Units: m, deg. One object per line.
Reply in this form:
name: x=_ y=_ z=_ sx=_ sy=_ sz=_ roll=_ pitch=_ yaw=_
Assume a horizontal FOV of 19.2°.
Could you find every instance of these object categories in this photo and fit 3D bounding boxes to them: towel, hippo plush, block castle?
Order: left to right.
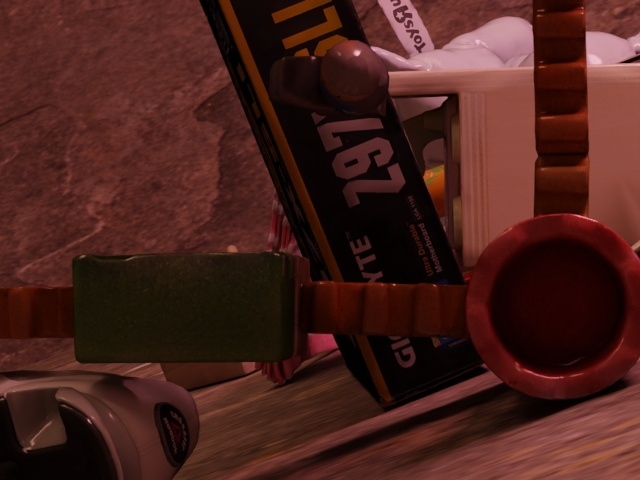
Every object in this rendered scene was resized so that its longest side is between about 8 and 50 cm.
block castle: x=-0.069 y=-0.077 z=0.927 sx=0.453 sy=0.303 sz=0.213 roll=0 pitch=-2 yaw=7
towel: x=0.000 y=0.000 z=1.431 sx=0.029 sy=0.197 sz=0.144 roll=12 pitch=15 yaw=20
hippo plush: x=0.204 y=-0.128 z=1.672 sx=0.236 sy=0.294 sz=0.234 roll=-8 pitch=32 yaw=44

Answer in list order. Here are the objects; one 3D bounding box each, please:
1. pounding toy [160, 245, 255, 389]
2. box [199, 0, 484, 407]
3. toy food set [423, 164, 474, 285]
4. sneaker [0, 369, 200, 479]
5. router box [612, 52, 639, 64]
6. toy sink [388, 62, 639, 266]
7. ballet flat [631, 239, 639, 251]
pounding toy: x=-0.072 y=0.058 z=1.660 sx=0.141 sy=0.100 sz=0.130 roll=-23 pitch=4 yaw=-42
box: x=0.000 y=-0.067 z=1.180 sx=0.079 sy=0.322 sz=0.257 roll=-22 pitch=3 yaw=-4
toy food set: x=0.085 y=0.002 z=1.416 sx=0.104 sy=0.111 sz=0.232 roll=-20 pitch=2 yaw=24
sneaker: x=-0.213 y=0.135 z=1.031 sx=0.330 sy=0.122 sz=0.146 roll=-8 pitch=6 yaw=25
router box: x=0.309 y=-0.101 z=1.539 sx=0.046 sy=0.133 sz=0.179 roll=-20 pitch=3 yaw=37
toy sink: x=0.145 y=-0.052 z=1.302 sx=0.234 sy=0.131 sz=0.153 roll=-2 pitch=3 yaw=1
ballet flat: x=0.212 y=0.006 z=1.084 sx=0.114 sy=0.041 sz=0.041 roll=-21 pitch=2 yaw=-7
